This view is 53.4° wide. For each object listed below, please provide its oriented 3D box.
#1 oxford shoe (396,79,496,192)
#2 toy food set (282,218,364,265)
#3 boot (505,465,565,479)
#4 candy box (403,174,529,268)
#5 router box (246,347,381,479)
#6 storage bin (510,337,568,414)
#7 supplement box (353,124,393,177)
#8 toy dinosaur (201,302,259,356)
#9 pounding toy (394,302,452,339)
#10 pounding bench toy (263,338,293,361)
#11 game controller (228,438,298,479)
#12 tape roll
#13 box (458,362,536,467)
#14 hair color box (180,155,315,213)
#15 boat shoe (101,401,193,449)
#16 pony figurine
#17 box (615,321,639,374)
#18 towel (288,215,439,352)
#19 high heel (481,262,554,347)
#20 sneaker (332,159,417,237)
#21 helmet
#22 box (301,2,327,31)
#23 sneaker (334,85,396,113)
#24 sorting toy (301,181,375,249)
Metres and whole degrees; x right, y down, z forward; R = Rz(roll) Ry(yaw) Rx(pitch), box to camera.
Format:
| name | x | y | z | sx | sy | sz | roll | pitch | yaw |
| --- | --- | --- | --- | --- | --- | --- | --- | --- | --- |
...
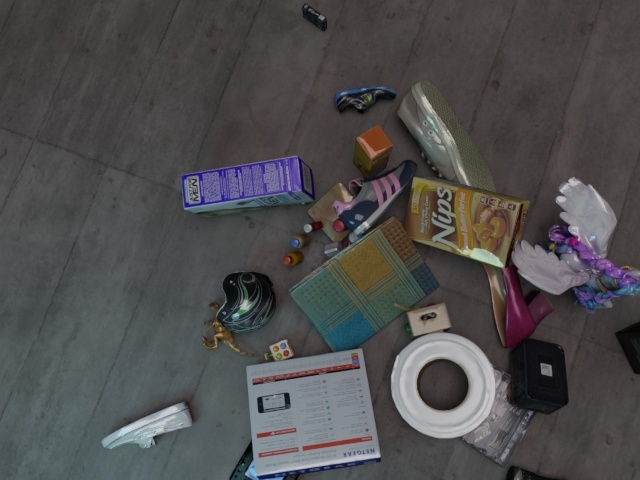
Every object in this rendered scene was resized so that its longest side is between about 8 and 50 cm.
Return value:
| name | x | y | z | sx | sy | sz | roll | pitch | yaw |
| --- | --- | --- | --- | --- | --- | --- | --- | --- | --- |
| oxford shoe | 0.373 | -0.257 | 1.879 | 0.130 | 0.169 | 0.449 | -32 | 90 | 38 |
| toy food set | 0.000 | 0.000 | 1.820 | 0.232 | 0.104 | 0.111 | -15 | 91 | 16 |
| boot | 0.592 | 0.754 | 1.747 | 0.179 | 0.085 | 0.236 | 10 | 82 | 1 |
| candy box | 0.396 | -0.058 | 1.765 | 0.317 | 0.088 | 0.182 | 19 | 108 | 33 |
| router box | -0.024 | 0.472 | 1.744 | 0.336 | 0.082 | 0.301 | -8 | 62 | 0 |
| storage bin | 0.603 | 0.374 | 1.758 | 0.122 | 0.084 | 0.180 | 13 | 57 | -7 |
| supplement box | 0.147 | -0.247 | 1.821 | 0.080 | 0.233 | 0.078 | -33 | 82 | -7 |
| toy dinosaur | -0.281 | 0.278 | 1.845 | 0.112 | 0.064 | 0.211 | -32 | 83 | -4 |
| pounding toy | 0.285 | 0.219 | 1.803 | 0.141 | 0.130 | 0.100 | -14 | 75 | 0 |
| pounding bench toy | -0.126 | 0.324 | 1.833 | 0.083 | 0.065 | 0.052 | -24 | 82 | -2 |
| game controller | -0.124 | 0.606 | 1.794 | 0.167 | 0.067 | 0.319 | 30 | 83 | 5 |
| tape roll | 0.339 | 0.400 | 1.761 | 0.286 | 0.100 | 0.286 | -4 | 74 | 14 |
| box | 0.493 | 0.490 | 1.800 | 0.183 | 0.056 | 0.231 | 32 | 84 | 7 |
| hair color box | -0.202 | -0.148 | 1.815 | 0.339 | 0.185 | 0.110 | -7 | 83 | 11 |
| boat shoe | -0.487 | 0.543 | 1.797 | 0.258 | 0.095 | 0.084 | -24 | 78 | -1 |
| pony figurine | 0.692 | 0.053 | 1.701 | 0.351 | 0.363 | 0.302 | 39 | 85 | 6 |
| box | 0.957 | 0.262 | 1.657 | 0.191 | 0.381 | 0.143 | -23 | 80 | -2 |
| towel | 0.128 | 0.135 | 1.820 | 0.370 | 0.040 | 0.271 | -36 | 108 | -4 |
| high heel | 0.486 | 0.117 | 1.815 | 0.181 | 0.127 | 0.377 | -39 | 83 | -8 |
| sneaker | 0.159 | -0.154 | 1.821 | 0.131 | 0.112 | 0.319 | 42 | 57 | 0 |
| helmet | -0.211 | 0.181 | 1.808 | 0.170 | 0.169 | 0.161 | -6 | 66 | 1 |
| box | -0.018 | -0.690 | 1.971 | 0.083 | 0.067 | 0.018 | 37 | 86 | 7 |
| sneaker | 0.138 | -0.429 | 1.940 | 0.188 | 0.067 | 0.078 | -10 | 103 | -2 |
| sorting toy | 0.061 | -0.073 | 1.882 | 0.132 | 0.046 | 0.274 | -43 | 82 | 10 |
